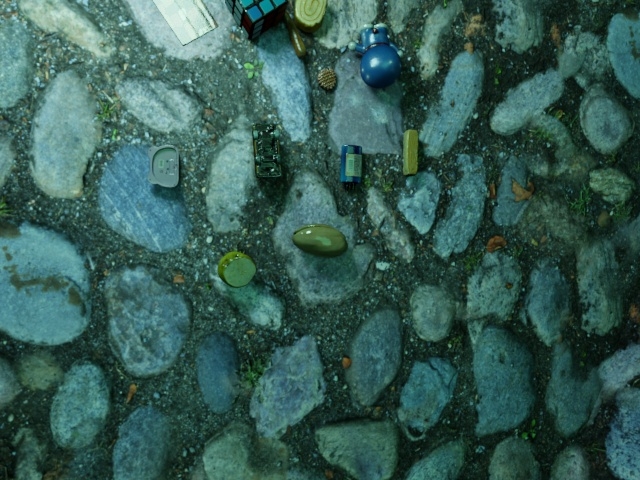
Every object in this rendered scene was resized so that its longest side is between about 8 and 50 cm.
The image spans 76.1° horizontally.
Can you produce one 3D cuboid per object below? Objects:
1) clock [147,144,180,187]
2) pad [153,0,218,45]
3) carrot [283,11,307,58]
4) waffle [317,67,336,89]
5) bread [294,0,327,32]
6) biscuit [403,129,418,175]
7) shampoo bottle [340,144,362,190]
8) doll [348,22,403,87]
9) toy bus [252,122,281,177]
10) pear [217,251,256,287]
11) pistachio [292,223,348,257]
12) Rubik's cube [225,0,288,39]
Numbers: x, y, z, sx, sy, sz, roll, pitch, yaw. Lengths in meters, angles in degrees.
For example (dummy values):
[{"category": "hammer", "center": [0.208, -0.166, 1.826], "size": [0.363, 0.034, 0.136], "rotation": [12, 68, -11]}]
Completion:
[{"category": "clock", "center": [-0.570, -0.269, 1.491], "size": [0.110, 0.050, 0.152], "rotation": [1, 92, -13]}, {"category": "pad", "center": [-0.506, -0.855, 1.499], "size": [0.158, 0.003, 0.234], "rotation": [-35, 100, -9]}, {"category": "carrot", "center": [-0.102, -0.797, 1.576], "size": [0.047, 0.047, 0.190], "rotation": [-23, 97, -11]}, {"category": "waffle", "center": [0.026, -0.641, 1.623], "size": [0.075, 0.029, 0.083], "rotation": [11, 93, -13]}, {"category": "bread", "center": [-0.040, -0.886, 1.571], "size": [0.122, 0.073, 0.149], "rotation": [15, 89, -11]}, {"category": "biscuit", "center": [0.373, -0.363, 1.705], "size": [0.052, 0.056, 0.187], "rotation": [0, 94, -11]}, {"category": "shampoo bottle", "center": [0.124, -0.292, 1.653], "size": [0.087, 0.050, 0.182], "rotation": [1, 92, -16]}, {"category": "doll", "center": [0.222, -0.726, 1.615], "size": [0.216, 0.161, 0.256], "rotation": [-6, 78, 0]}, {"category": "toy bus", "center": [-0.206, -0.330, 1.541], "size": [0.098, 0.114, 0.200], "rotation": [-5, 89, -14]}, {"category": "pear", "center": [-0.321, 0.104, 1.545], "size": [0.141, 0.104, 0.140], "rotation": [-12, 116, -25]}, {"category": "pistachio", "center": [0.000, 0.000, 1.606], "size": [0.226, 0.136, 0.135], "rotation": [10, 91, -7]}, {"category": "Rubik's cube", "center": [-0.234, -0.862, 1.484], "size": [0.161, 0.163, 0.162], "rotation": [-37, 104, -9]}]
